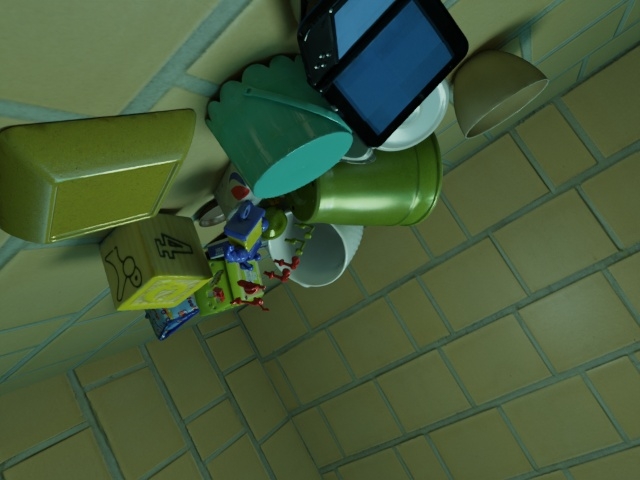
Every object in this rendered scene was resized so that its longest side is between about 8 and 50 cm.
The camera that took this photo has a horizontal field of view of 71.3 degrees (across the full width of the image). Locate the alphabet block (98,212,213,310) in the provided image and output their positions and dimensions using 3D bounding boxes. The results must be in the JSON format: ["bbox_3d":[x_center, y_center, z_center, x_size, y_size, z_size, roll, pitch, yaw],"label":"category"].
[{"bbox_3d":[-0.440,0.057,1.192,0.192,0.197,0.194,-35,158,29],"label":"alphabet block"}]

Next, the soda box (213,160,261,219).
[{"bbox_3d":[-0.190,-0.168,1.192,0.098,0.091,0.286,-22,168,-37],"label":"soda box"}]

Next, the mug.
[{"bbox_3d":[0.000,0.000,1.575,0.328,0.277,0.373,-51,160,-57],"label":"mug"}]

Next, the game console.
[{"bbox_3d":[0.128,-0.346,0.768,0.293,0.173,0.250,-48,171,-2],"label":"game console"}]

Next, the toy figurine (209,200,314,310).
[{"bbox_3d":[-0.154,-0.023,1.171,0.217,0.192,0.362,89,25,-46],"label":"toy figurine"}]

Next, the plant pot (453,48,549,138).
[{"bbox_3d":[0.536,-0.487,1.419,0.284,0.190,0.284,-30,171,-5],"label":"plant pot"}]

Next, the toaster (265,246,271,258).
[{"bbox_3d":[-0.158,0.006,2.010,0.186,0.110,0.168,-28,-167,0],"label":"toaster"}]

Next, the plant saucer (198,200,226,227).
[{"bbox_3d":[-0.310,-0.096,1.400,0.169,0.029,0.168,-29,170,-6],"label":"plant saucer"}]

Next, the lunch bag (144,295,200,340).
[{"bbox_3d":[-0.611,0.245,1.683,0.138,0.220,0.293,-21,167,-45],"label":"lunch bag"}]

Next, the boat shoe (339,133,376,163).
[{"bbox_3d":[0.029,-0.225,1.077,0.070,0.220,0.077,29,82,-63],"label":"boat shoe"}]

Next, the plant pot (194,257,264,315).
[{"bbox_3d":[-0.371,0.169,1.832,0.207,0.228,0.227,-13,179,23],"label":"plant pot"}]

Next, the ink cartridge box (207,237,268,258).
[{"bbox_3d":[-0.218,-0.011,1.768,0.324,0.071,0.330,-18,176,28],"label":"ink cartridge box"}]

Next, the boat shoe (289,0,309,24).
[{"bbox_3d":[-0.028,-0.387,0.684,0.038,0.046,0.125,-24,162,-7],"label":"boat shoe"}]

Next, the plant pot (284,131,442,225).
[{"bbox_3d":[0.089,-0.192,1.280,0.353,0.366,0.366,-12,163,-27],"label":"plant pot"}]

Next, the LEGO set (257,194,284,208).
[{"bbox_3d":[-0.181,-0.111,1.514,0.227,0.093,0.087,-31,171,5],"label":"LEGO set"}]

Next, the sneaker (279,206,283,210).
[{"bbox_3d":[-0.209,-0.085,1.690,0.152,0.053,0.061,-28,168,-11],"label":"sneaker"}]

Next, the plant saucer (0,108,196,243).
[{"bbox_3d":[-0.418,-0.105,0.870,0.333,0.080,0.333,-22,167,-41],"label":"plant saucer"}]

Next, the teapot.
[{"bbox_3d":[0.165,-0.352,1.074,0.256,0.187,0.252,5,133,-27],"label":"teapot"}]

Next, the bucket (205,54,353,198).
[{"bbox_3d":[-0.077,-0.228,0.940,0.281,0.183,0.281,-30,172,-5],"label":"bucket"}]
